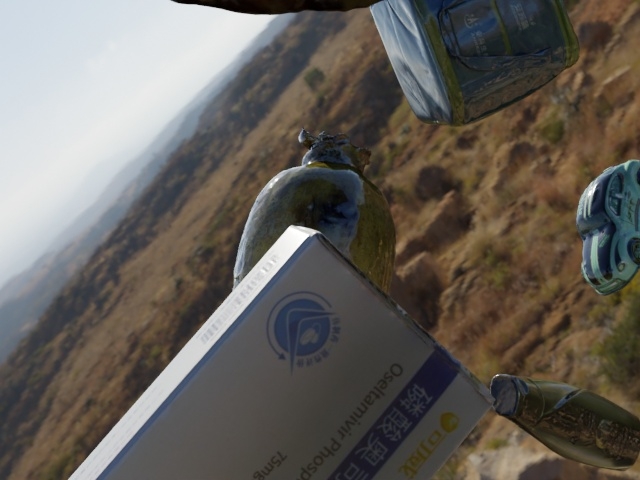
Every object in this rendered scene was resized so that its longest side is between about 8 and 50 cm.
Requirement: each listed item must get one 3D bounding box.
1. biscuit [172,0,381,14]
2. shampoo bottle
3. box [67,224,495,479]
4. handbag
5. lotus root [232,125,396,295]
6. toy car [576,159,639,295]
[{"bbox_3d":[-0.019,-0.293,0.638,0.407,0.091,0.407,-2,-13,-1],"label":"biscuit"},{"bbox_3d":[0.429,0.313,1.548,0.084,0.350,0.126,-6,63,52],"label":"shampoo bottle"},{"bbox_3d":[-0.054,0.180,0.656,0.343,0.200,0.065,-49,15,-6],"label":"box"},{"bbox_3d":[0.239,-0.327,1.392,0.241,0.263,0.222,-28,11,-9],"label":"handbag"},{"bbox_3d":[0.001,-0.001,0.877,0.154,0.154,0.278,-19,53,54],"label":"lotus root"},{"bbox_3d":[0.597,-0.040,1.828,0.136,0.125,0.306,-41,25,59],"label":"toy car"}]
